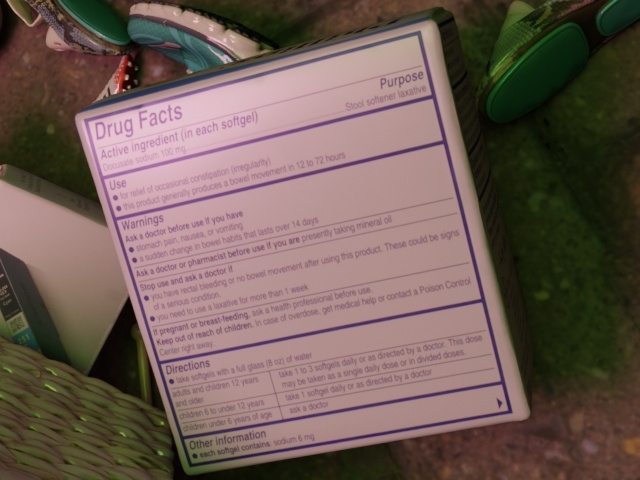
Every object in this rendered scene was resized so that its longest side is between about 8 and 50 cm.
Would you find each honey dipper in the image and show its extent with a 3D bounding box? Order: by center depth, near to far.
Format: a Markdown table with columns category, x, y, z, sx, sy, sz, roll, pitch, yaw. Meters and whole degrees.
| category | x | y | z | sx | sy | sz | roll | pitch | yaw |
| --- | --- | --- | --- | --- | --- | --- | --- | --- | --- |
| honey dipper | -0.152 | 0.150 | 0.934 | 0.030 | 0.030 | 0.160 | -11 | 78 | 15 |

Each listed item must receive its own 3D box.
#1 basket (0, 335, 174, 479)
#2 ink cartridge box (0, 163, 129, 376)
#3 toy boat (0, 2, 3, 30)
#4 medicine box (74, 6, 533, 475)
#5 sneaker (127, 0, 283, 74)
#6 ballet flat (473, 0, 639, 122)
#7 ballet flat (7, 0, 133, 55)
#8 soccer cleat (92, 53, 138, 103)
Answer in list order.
| category | x | y | z | sx | sy | sz | roll | pitch | yaw |
| --- | --- | --- | --- | --- | --- | --- | --- | --- | --- |
| basket | -0.308 | 0.242 | 0.762 | 0.331 | 0.266 | 0.328 | 26 | 100 | -15 |
| ink cartridge box | -0.322 | 0.072 | 0.887 | 0.261 | 0.066 | 0.296 | 25 | 100 | -19 |
| toy boat | -0.427 | -0.243 | 1.012 | 0.231 | 0.151 | 0.151 | 43 | 95 | 18 |
| medicine box | 0.000 | 0.000 | 0.799 | 0.264 | 0.149 | 0.289 | -12 | 101 | 15 |
| sneaker | -0.066 | -0.121 | 0.913 | 0.275 | 0.107 | 0.110 | 34 | 102 | 18 |
| ballet flat | 0.201 | -0.183 | 0.859 | 0.221 | 0.077 | 0.079 | -38 | 55 | 4 |
| ballet flat | -0.249 | -0.218 | 1.009 | 0.070 | 0.070 | 0.188 | -46 | 70 | 6 |
| soccer cleat | -0.193 | -0.134 | 0.989 | 0.036 | 0.029 | 0.083 | 11 | 90 | 14 |
